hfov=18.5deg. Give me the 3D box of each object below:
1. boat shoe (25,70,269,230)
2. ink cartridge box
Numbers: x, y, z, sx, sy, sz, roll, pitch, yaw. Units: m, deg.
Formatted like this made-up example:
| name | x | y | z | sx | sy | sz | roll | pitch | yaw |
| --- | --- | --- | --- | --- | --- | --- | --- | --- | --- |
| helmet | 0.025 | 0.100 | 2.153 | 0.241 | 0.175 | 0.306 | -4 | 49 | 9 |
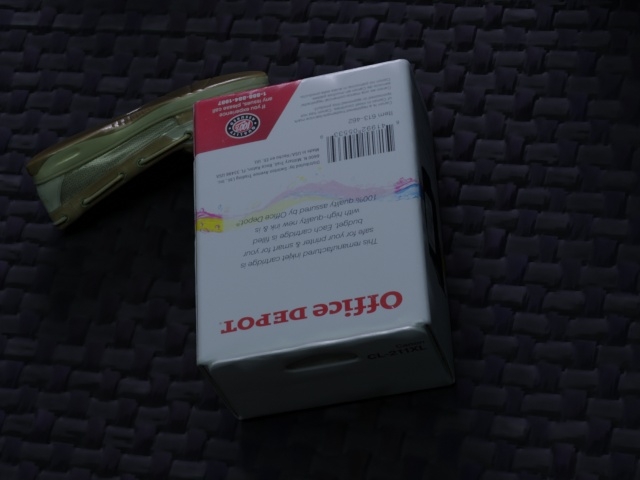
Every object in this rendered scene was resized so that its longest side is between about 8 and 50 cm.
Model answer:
| name | x | y | z | sx | sy | sz | roll | pitch | yaw |
| --- | --- | --- | --- | --- | --- | --- | --- | --- | --- |
| boat shoe | -0.097 | -0.056 | 1.165 | 0.153 | 0.048 | 0.056 | -24 | 10 | -2 |
| ink cartridge box | 0.000 | 0.000 | 1.078 | 0.127 | 0.072 | 0.175 | -10 | 57 | 11 |
